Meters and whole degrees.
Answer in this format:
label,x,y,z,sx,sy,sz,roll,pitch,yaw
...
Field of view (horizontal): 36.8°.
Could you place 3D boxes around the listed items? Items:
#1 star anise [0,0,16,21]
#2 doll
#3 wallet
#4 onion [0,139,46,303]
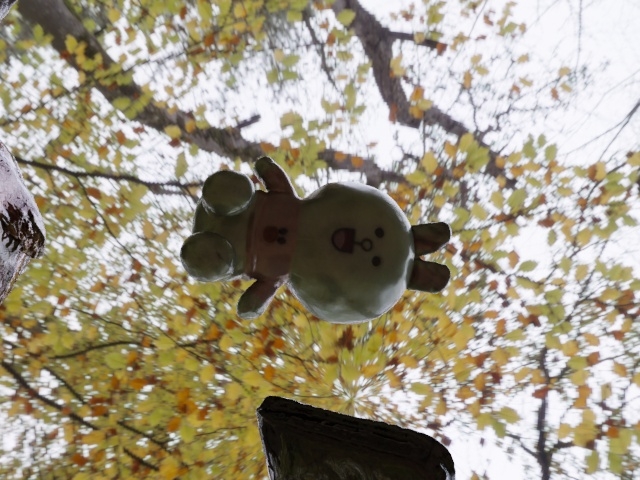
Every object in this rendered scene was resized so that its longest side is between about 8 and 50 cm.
label,x,y,z,sx,sy,sz,roll,pitch,yaw
star anise,-0.335,-0.206,0.822,0.198,0.257,0.110,-45,-79,-8
doll,-0.009,0.001,0.903,0.274,0.113,0.155,8,-102,-29
wallet,0.038,0.269,0.752,0.165,0.042,0.310,11,-59,35
onion,-0.375,-0.022,0.960,0.161,0.248,0.248,-22,-99,2
